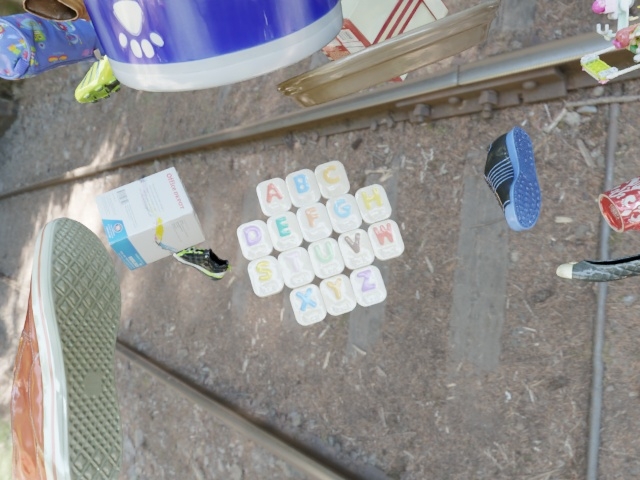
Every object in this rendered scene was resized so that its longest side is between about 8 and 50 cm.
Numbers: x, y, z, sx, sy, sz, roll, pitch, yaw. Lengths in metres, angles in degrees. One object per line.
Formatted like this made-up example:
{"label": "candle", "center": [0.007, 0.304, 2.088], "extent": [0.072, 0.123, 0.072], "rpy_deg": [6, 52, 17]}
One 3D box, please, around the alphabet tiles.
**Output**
{"label": "alphabet tiles", "center": [0.000, 0.000, 0.897], "extent": [0.021, 0.284, 0.277], "rpy_deg": [82, 171, -80]}

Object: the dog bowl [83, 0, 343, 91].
{"label": "dog bowl", "center": [-0.113, -0.265, 0.532], "extent": [0.265, 0.265, 0.104], "rpy_deg": [42, 153, 45]}

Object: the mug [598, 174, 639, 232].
{"label": "mug", "center": [0.686, -0.080, 1.006], "extent": [0.169, 0.113, 0.150], "rpy_deg": [-24, 40, 9]}

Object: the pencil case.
{"label": "pencil case", "center": [-0.605, -0.443, 1.109], "extent": [0.119, 0.133, 0.306], "rpy_deg": [-42, 10, 28]}

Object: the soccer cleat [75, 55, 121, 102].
{"label": "soccer cleat", "center": [-0.615, -0.520, 1.441], "extent": [0.289, 0.121, 0.093], "rpy_deg": [-41, 5, 5]}

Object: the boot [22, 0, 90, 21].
{"label": "boot", "center": [-0.460, -0.449, 0.947], "extent": [0.152, 0.197, 0.072], "rpy_deg": [-124, 30, -54]}

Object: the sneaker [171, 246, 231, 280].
{"label": "sneaker", "center": [-0.427, 0.050, 1.768], "extent": [0.097, 0.235, 0.084], "rpy_deg": [-50, 17, 29]}

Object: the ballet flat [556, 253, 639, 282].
{"label": "ballet flat", "center": [0.417, 0.027, 0.677], "extent": [0.173, 0.057, 0.049], "rpy_deg": [-12, 97, 31]}

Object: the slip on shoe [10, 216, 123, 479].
{"label": "slip on shoe", "center": [-0.300, 0.127, 0.568], "extent": [0.101, 0.123, 0.331], "rpy_deg": [-16, 71, 15]}

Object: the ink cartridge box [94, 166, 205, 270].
{"label": "ink cartridge box", "center": [-0.472, -0.060, 1.390], "extent": [0.168, 0.233, 0.171], "rpy_deg": [87, 157, -61]}

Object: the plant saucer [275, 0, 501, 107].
{"label": "plant saucer", "center": [0.080, -0.221, 0.602], "extent": [0.278, 0.278, 0.041], "rpy_deg": [1, 118, 49]}

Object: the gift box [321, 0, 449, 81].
{"label": "gift box", "center": [0.131, -0.574, 1.210], "extent": [0.255, 0.276, 0.258], "rpy_deg": [26, 82, 48]}

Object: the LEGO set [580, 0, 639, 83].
{"label": "LEGO set", "center": [0.440, -0.283, 0.674], "extent": [0.107, 0.287, 0.132], "rpy_deg": [-18, 104, 12]}

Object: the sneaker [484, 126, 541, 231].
{"label": "sneaker", "center": [0.383, -0.115, 1.003], "extent": [0.090, 0.081, 0.232], "rpy_deg": [-34, 42, 55]}
